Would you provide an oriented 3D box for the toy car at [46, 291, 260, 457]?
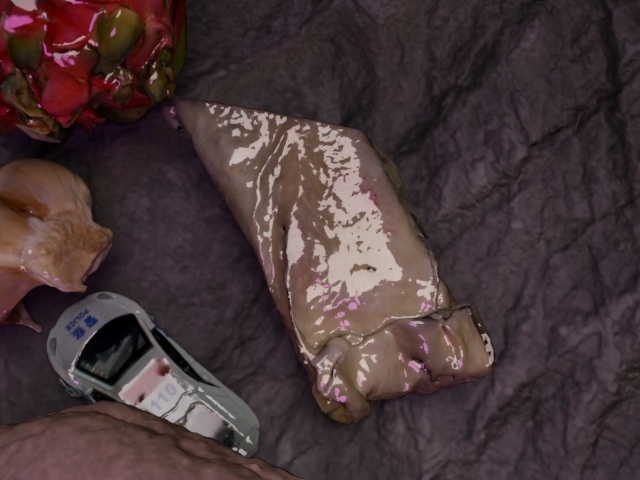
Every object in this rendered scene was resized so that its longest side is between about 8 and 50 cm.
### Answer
[{"bbox_3d":[-0.142,0.125,0.691,0.205,0.056,0.095,42,70,7],"label":"toy car"}]

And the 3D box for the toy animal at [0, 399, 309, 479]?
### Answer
[{"bbox_3d":[-0.131,0.238,0.567,0.358,0.188,0.227,17,96,21],"label":"toy animal"}]

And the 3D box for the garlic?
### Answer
[{"bbox_3d":[-0.253,0.002,0.695,0.124,0.099,0.175,39,39,-19],"label":"garlic"}]

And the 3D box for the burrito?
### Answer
[{"bbox_3d":[0.010,-0.006,0.738,0.175,0.107,0.348,-24,73,-23],"label":"burrito"}]

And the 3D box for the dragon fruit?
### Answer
[{"bbox_3d":[-0.234,-0.224,0.724,0.231,0.237,0.303,-5,50,-30],"label":"dragon fruit"}]
